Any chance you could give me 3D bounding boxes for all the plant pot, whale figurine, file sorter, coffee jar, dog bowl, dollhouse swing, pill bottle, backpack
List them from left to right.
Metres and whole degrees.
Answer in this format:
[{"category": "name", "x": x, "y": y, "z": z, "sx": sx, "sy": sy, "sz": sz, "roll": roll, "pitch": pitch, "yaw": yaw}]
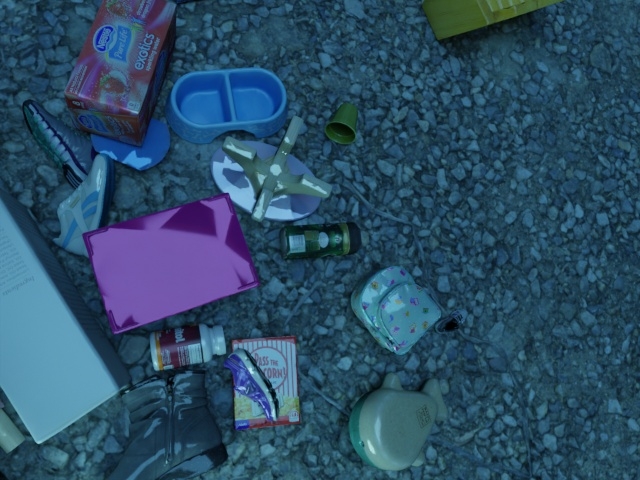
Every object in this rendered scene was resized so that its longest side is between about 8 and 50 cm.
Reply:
[{"category": "file sorter", "x": -0.307, "y": 0.054, "z": 1.122, "sx": 0.290, "sy": 0.182, "sz": 0.202, "roll": -18, "pitch": 85, "yaw": -17}, {"category": "pill bottle", "x": -0.285, "y": 0.226, "z": 1.150, "sx": 0.151, "sy": 0.086, "sz": 0.086, "roll": -8, "pitch": 83, "yaw": -16}, {"category": "dog bowl", "x": -0.217, "y": -0.326, "z": 1.265, "sx": 0.297, "sy": 0.074, "sz": 0.166, "roll": -9, "pitch": 83, "yaw": -15}, {"category": "coffee jar", "x": 0.000, "y": 0.000, "z": 1.253, "sx": 0.184, "sy": 0.096, "sz": 0.079, "roll": -4, "pitch": 84, "yaw": -15}, {"category": "plant pot", "x": 0.061, "y": -0.298, "z": 1.333, "sx": 0.083, "sy": 0.083, "sz": 0.079, "roll": 24, "pitch": 64, "yaw": -9}, {"category": "backpack", "x": 0.172, "y": 0.154, "z": 1.249, "sx": 0.166, "sy": 0.144, "sz": 0.188, "roll": -42, "pitch": 89, "yaw": -11}, {"category": "whale figurine", "x": 0.178, "y": 0.411, "z": 1.230, "sx": 0.272, "sy": 0.141, "sz": 0.216, "roll": -16, "pitch": 85, "yaw": -41}, {"category": "dollhouse swing", "x": 0.461, "y": -0.738, "z": 1.404, "sx": 0.346, "sy": 0.315, "sz": 0.305, "roll": -22, "pitch": 107, "yaw": -16}]

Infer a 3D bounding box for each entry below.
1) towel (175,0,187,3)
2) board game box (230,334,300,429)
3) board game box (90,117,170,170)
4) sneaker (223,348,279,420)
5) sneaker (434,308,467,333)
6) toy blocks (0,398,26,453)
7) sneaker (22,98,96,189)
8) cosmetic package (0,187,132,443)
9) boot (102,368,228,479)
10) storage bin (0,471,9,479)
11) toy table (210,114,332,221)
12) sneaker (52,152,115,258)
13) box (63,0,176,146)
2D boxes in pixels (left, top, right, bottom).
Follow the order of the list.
[{"category": "towel", "x": -0.308, "y": -0.628, "z": 1.315, "sx": 0.119, "sy": 0.029, "sz": 0.067, "roll": -20, "pitch": 86, "yaw": -16}, {"category": "board game box", "x": -0.125, "y": 0.314, "z": 1.196, "sx": 0.146, "sy": 0.045, "sz": 0.194, "roll": -2, "pitch": 81, "yaw": -15}, {"category": "board game box", "x": -0.430, "y": -0.227, "z": 1.209, "sx": 0.168, "sy": 0.033, "sz": 0.133, "roll": 23, "pitch": 67, "yaw": -12}, {"category": "sneaker", "x": -0.146, "y": 0.315, "z": 1.143, "sx": 0.071, "sy": 0.068, "sz": 0.170, "roll": -35, "pitch": 81, "yaw": -1}, {"category": "sneaker", "x": 0.336, "y": 0.201, "z": 1.318, "sx": 0.098, "sy": 0.069, "sz": 0.038, "roll": -31, "pitch": 90, "yaw": -17}, {"category": "toy blocks", "x": -0.746, "y": 0.367, "z": 0.910, "sx": 0.309, "sy": 0.288, "sz": 0.260, "roll": -38, "pitch": 95, "yaw": -14}, {"category": "sneaker", "x": -0.553, "y": -0.218, "z": 1.173, "sx": 0.098, "sy": 0.083, "sz": 0.224, "roll": -38, "pitch": 97, "yaw": -37}, {"category": "cosmetic package", "x": -0.559, "y": 0.132, "z": 1.023, "sx": 0.161, "sy": 0.230, "sz": 0.453, "roll": -33, "pitch": 89, "yaw": -16}, {"category": "boot", "x": -0.376, "y": 0.408, "z": 1.095, "sx": 0.338, "sy": 0.118, "sz": 0.223, "roll": -18, "pitch": 82, "yaw": -27}, {"category": "storage bin", "x": -0.628, "y": 0.550, "z": 1.011, "sx": 0.122, "sy": 0.084, "sz": 0.180, "roll": -37, "pitch": 90, "yaw": -17}, {"category": "toy table", "x": -0.114, "y": -0.148, "z": 1.217, "sx": 0.274, "sy": 0.161, "sz": 0.252, "roll": 12, "pitch": 78, "yaw": -13}, {"category": "sneaker", "x": -0.492, "y": -0.076, "z": 1.114, "sx": 0.092, "sy": 0.087, "sz": 0.229, "roll": 18, "pitch": 102, "yaw": -9}, {"category": "box", "x": -0.426, "y": -0.381, "z": 1.162, "sx": 0.154, "sy": 0.142, "sz": 0.300, "roll": 15, "pitch": 67, "yaw": -10}]
